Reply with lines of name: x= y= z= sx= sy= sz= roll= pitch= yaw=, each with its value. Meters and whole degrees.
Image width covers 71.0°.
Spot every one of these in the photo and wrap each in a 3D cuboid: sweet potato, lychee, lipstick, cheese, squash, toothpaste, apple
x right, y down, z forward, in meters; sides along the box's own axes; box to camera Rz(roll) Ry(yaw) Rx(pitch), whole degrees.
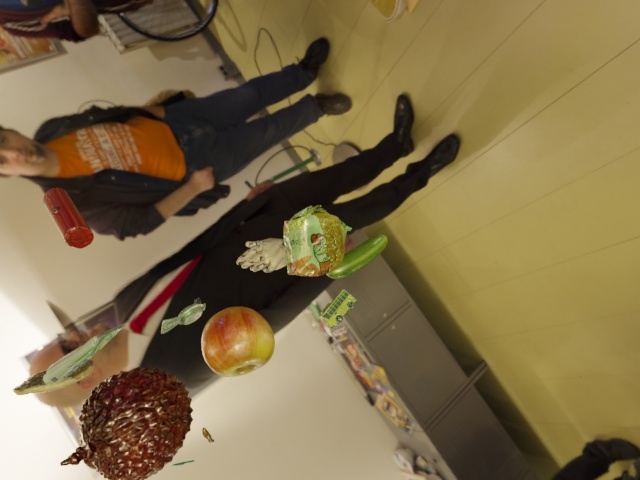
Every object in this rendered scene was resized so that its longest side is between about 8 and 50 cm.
sweet potato: x=-0.446 y=0.777 z=1.779 sx=0.026 sy=0.026 sz=0.115 roll=30 pitch=145 yaw=41
lychee: x=-0.735 y=0.718 z=1.735 sx=0.424 sy=0.500 sz=0.425 roll=21 pitch=125 yaw=33
lipstick: x=-0.695 y=-0.066 z=1.225 sx=0.279 sy=0.073 sz=0.073 roll=34 pitch=146 yaw=41
cheese: x=-0.330 y=0.187 z=1.092 sx=0.026 sy=0.120 sz=0.067 roll=45 pitch=136 yaw=22
squash: x=0.141 y=0.065 z=1.677 sx=0.082 sy=0.292 sz=0.082 roll=41 pitch=147 yaw=33
toothpaste: x=-0.579 y=0.277 z=1.078 sx=0.297 sy=0.075 sz=0.048 roll=-34 pitch=86 yaw=26
apple: x=-0.315 y=0.384 z=1.718 sx=0.286 sy=0.286 sz=0.233 roll=104 pitch=149 yaw=-56

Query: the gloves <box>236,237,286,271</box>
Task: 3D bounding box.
gloves: x=-0.205 y=0.056 z=1.651 sx=0.111 sy=0.212 sz=0.128 roll=-164 pitch=60 yaw=-77

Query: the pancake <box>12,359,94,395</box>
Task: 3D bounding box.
pancake: x=-1.029 y=0.529 z=1.739 sx=0.282 sy=0.282 sz=0.049 roll=0 pitch=103 yaw=59

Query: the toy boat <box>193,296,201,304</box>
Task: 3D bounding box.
toy boat: x=-0.512 y=0.275 z=1.863 sx=0.038 sy=0.038 sz=0.083 roll=126 pitch=151 yaw=-62

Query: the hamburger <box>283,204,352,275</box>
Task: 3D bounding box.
hamburger: x=0.002 y=-0.001 z=1.355 sx=0.125 sy=0.235 sz=0.214 roll=-148 pitch=58 yaw=-62

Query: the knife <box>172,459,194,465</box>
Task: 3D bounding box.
knife: x=-0.563 y=0.916 z=1.842 sx=0.014 sy=0.091 sz=0.005 roll=48 pitch=129 yaw=54

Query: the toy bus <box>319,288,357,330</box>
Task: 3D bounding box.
toy bus: x=0.076 y=0.312 z=2.019 sx=0.101 sy=0.175 sz=0.088 roll=40 pitch=163 yaw=5
